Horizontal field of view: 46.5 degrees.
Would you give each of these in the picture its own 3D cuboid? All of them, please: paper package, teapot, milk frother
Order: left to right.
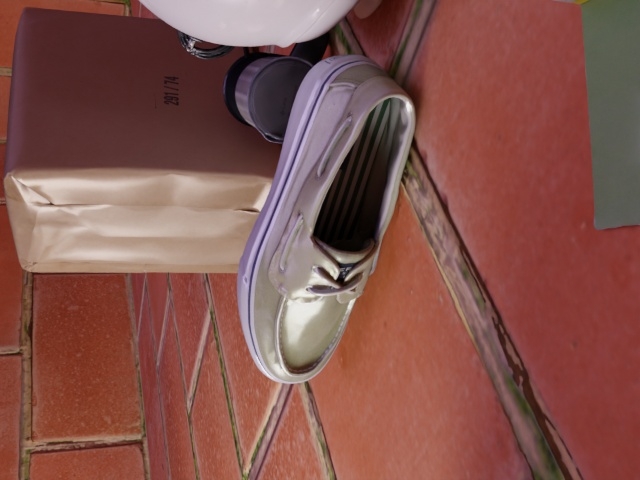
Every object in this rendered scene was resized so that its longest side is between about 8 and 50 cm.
[{"bbox_3d":[-0.220,-0.125,0.925,0.168,0.309,0.325,110,153,-43],"label":"paper package"},{"bbox_3d":[-0.073,-0.176,0.760,0.135,0.143,0.129,-140,60,-67],"label":"milk frother"},{"bbox_3d":[-0.027,-0.248,0.600,0.252,0.187,0.256,-36,27,44],"label":"teapot"}]

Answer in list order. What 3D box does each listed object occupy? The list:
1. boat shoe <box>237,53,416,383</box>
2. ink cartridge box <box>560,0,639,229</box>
[{"bbox_3d":[0.000,0.000,0.621,0.094,0.109,0.303,-129,46,-57],"label":"boat shoe"},{"bbox_3d":[0.144,-0.128,0.299,0.171,0.056,0.235,170,101,-69],"label":"ink cartridge box"}]
